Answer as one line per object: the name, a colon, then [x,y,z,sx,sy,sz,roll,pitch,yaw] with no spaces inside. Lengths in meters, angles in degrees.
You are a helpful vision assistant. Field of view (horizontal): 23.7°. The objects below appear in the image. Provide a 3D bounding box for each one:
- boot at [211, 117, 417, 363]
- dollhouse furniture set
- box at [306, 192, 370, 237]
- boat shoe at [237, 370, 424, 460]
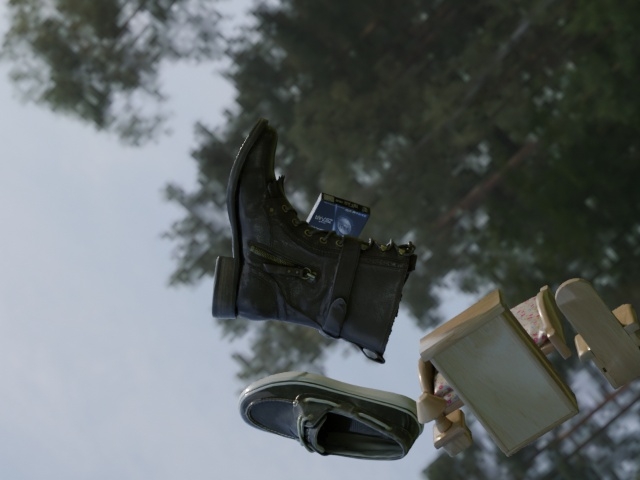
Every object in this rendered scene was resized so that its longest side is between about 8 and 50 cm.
boot: [0.000,0.000,1.781,0.229,0.263,0.091,9,-177,1]
dollhouse furniture set: [0.232,0.087,1.923,0.174,0.303,0.355,51,-163,-17]
box: [0.027,-0.035,2.368,0.083,0.067,0.018,18,-140,-14]
boat shoe: [0.006,0.306,2.611,0.119,0.335,0.121,-56,-37,-58]
